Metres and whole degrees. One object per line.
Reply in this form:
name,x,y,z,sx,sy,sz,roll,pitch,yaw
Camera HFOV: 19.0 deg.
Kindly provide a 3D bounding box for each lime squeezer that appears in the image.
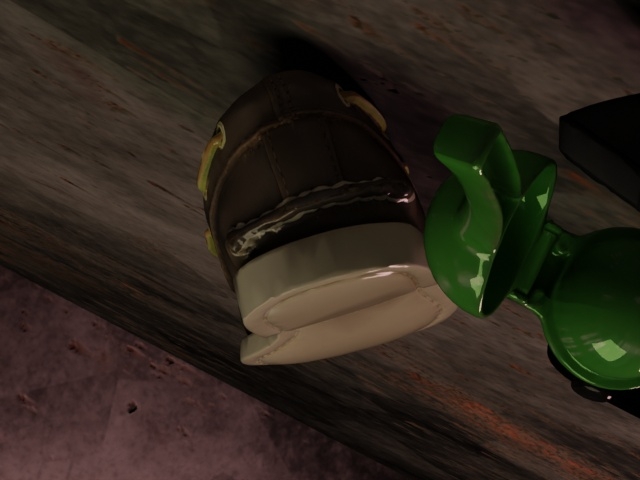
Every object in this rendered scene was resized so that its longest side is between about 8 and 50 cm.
lime squeezer,0.103,0.014,0.624,0.110,0.059,0.310,1,158,42

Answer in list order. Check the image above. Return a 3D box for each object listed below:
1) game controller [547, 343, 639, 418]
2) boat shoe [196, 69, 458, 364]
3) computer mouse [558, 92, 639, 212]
game controller,0.266,0.101,0.901,0.319,0.067,0.166,26,170,-11
boat shoe,0.000,0.000,0.937,0.116,0.097,0.324,-16,170,1
computer mouse,0.181,0.004,0.670,0.262,0.060,0.184,34,-172,-20
